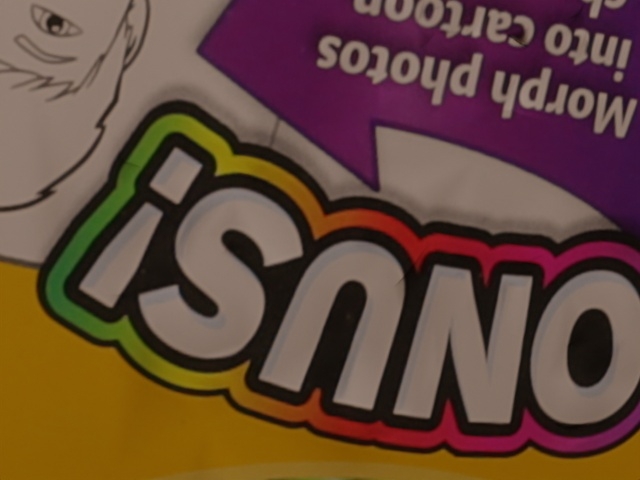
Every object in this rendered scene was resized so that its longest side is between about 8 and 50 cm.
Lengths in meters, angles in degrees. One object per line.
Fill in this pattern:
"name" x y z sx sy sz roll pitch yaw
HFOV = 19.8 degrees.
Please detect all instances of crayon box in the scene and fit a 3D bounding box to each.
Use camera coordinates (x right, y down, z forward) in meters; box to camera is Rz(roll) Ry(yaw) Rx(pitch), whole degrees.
"crayon box" 0.000 0.000 0.412 0.363 0.313 0.106 9 7 -26
